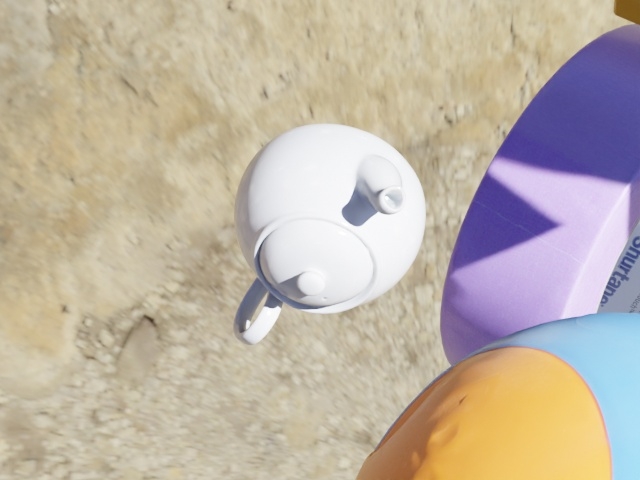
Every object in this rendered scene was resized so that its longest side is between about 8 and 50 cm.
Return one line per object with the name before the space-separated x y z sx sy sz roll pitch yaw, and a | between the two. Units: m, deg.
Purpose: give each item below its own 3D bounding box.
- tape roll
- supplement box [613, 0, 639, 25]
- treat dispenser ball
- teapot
tape roll | 0.200 -0.004 1.006 0.090 0.275 0.275 32 84 30
supplement box | 0.239 -0.137 0.506 0.191 0.129 0.194 -34 48 -30
treat dispenser ball | 0.147 0.179 0.719 0.288 0.288 0.288 -1 80 5
teapot | 0.000 0.000 1.776 0.252 0.256 0.187 0 41 14
